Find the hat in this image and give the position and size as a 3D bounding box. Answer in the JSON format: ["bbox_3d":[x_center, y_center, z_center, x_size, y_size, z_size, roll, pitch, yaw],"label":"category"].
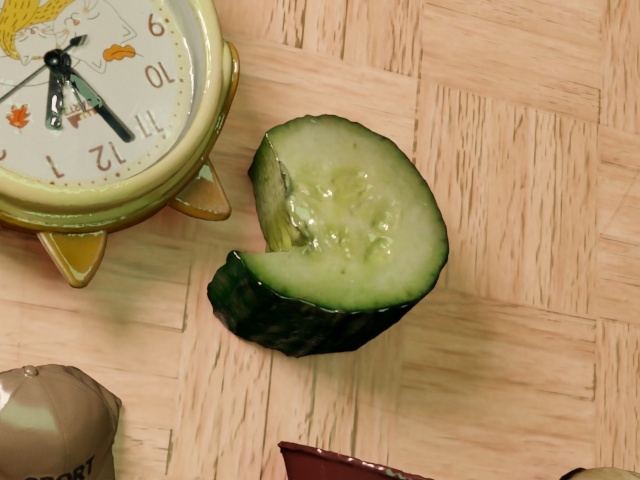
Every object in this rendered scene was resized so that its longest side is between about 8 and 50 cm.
[{"bbox_3d":[-0.196,0.180,0.969,0.147,0.085,0.175,-12,79,-26],"label":"hat"}]

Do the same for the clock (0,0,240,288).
[{"bbox_3d":[-0.216,-0.139,1.034,0.286,0.117,0.348,-26,87,-27],"label":"clock"}]

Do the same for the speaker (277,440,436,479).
[{"bbox_3d":[0.045,0.336,1.025,0.259,0.198,0.329,20,81,-59],"label":"speaker"}]

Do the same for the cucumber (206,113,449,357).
[{"bbox_3d":[0.009,-0.001,1.087,0.191,0.130,0.191,8,68,-21],"label":"cucumber"}]

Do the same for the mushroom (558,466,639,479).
[{"bbox_3d":[0.262,0.295,1.033,0.267,0.164,0.189,-28,113,-55],"label":"mushroom"}]
